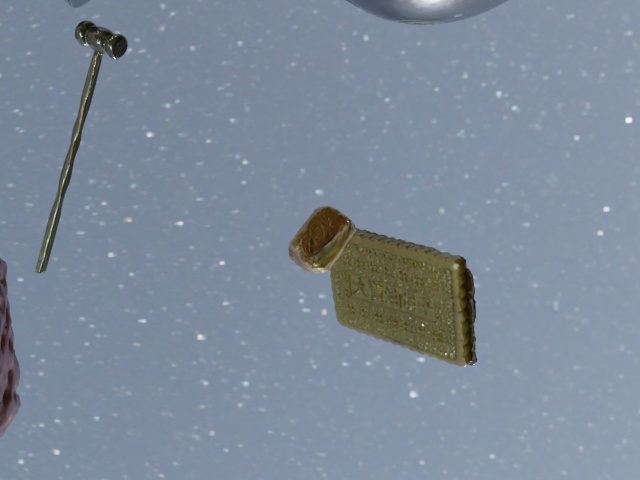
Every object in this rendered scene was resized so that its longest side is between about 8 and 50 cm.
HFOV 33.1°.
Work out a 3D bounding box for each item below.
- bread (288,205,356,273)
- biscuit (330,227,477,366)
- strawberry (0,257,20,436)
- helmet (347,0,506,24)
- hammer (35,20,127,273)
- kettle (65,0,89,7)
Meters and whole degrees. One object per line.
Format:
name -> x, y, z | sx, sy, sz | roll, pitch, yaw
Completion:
bread -> 0.000, 0.000, 1.188 | 0.053, 0.132, 0.074 | 39, -98, -3
biscuit -> 0.111, 0.079, 1.528 | 0.029, 0.254, 0.172 | -28, -59, -41
strawberry -> -0.328, 0.101, 0.838 | 0.253, 0.150, 0.280 | -39, -42, -45
helmet -> 0.114, -0.262, 0.808 | 0.160, 0.278, 0.230 | 56, -164, -27
hammer -> -0.280, -0.097, 1.202 | 0.029, 0.058, 0.292 | -8, -60, -61
kettle -> -0.370, -0.429, 1.251 | 0.262, 0.308, 0.203 | 22, -95, -2
